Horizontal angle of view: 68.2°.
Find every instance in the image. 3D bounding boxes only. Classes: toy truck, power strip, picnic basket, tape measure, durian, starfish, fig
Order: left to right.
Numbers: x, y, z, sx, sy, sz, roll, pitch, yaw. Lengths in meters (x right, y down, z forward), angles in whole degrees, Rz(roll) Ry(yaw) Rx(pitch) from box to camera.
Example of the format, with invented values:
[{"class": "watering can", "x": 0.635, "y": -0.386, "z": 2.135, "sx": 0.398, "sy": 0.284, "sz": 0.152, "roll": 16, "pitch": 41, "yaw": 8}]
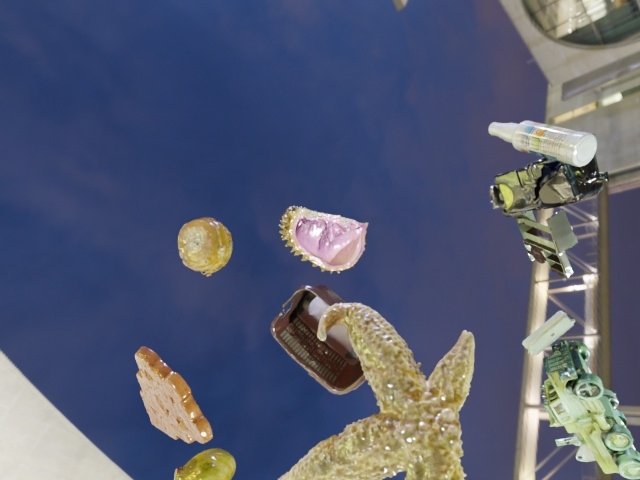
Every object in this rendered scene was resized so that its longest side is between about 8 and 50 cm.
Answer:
[{"class": "fig", "x": -0.287, "y": 0.601, "z": 1.202, "sx": 0.120, "sy": 0.136, "sz": 0.153, "roll": 51, "pitch": -147, "yaw": 18}, {"class": "durian", "x": 0.000, "y": 0.000, "z": 1.512, "sx": 0.341, "sy": 0.112, "sz": 0.191, "roll": 9, "pitch": -86, "yaw": -37}, {"class": "picnic basket", "x": 0.027, "y": 0.260, "z": 1.311, "sx": 0.297, "sy": 0.222, "sz": 0.129, "roll": 41, "pitch": -158, "yaw": 7}, {"class": "starfish", "x": 0.092, "y": 0.314, "z": 0.720, "sx": 0.082, "sy": 0.324, "sz": 0.432, "roll": 47, "pitch": -128, "yaw": -67}, {"class": "power strip", "x": 0.369, "y": 0.151, "z": 0.768, "sx": 0.040, "sy": 0.090, "sz": 0.016, "roll": 35, "pitch": -164, "yaw": -36}, {"class": "tape measure", "x": 0.480, "y": -0.126, "z": 0.987, "sx": 0.186, "sy": 0.199, "sz": 0.112, "roll": -16, "pitch": -85, "yaw": -35}, {"class": "toy truck", "x": 0.494, "y": 0.326, "z": 0.899, "sx": 0.259, "sy": 0.135, "sz": 0.128, "roll": 60, "pitch": -154, "yaw": -15}]

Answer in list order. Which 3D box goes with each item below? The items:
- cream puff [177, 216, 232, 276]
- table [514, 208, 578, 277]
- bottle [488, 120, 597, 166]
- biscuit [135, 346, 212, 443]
[{"class": "cream puff", "x": -0.308, "y": 0.017, "z": 1.283, "sx": 0.115, "sy": 0.150, "sz": 0.165, "roll": 41, "pitch": -144, "yaw": -60}, {"class": "table", "x": 0.591, "y": -0.008, "z": 1.236, "sx": 0.062, "sy": 0.146, "sz": 0.175, "roll": -32, "pitch": -71, "yaw": -3}, {"class": "bottle", "x": 0.397, "y": -0.190, "z": 0.875, "sx": 0.060, "sy": 0.217, "sz": 0.060, "roll": -11, "pitch": -63, "yaw": -22}, {"class": "biscuit", "x": -0.389, "y": 0.412, "z": 1.209, "sx": 0.284, "sy": 0.306, "sz": 0.043, "roll": 49, "pitch": -133, "yaw": 9}]
